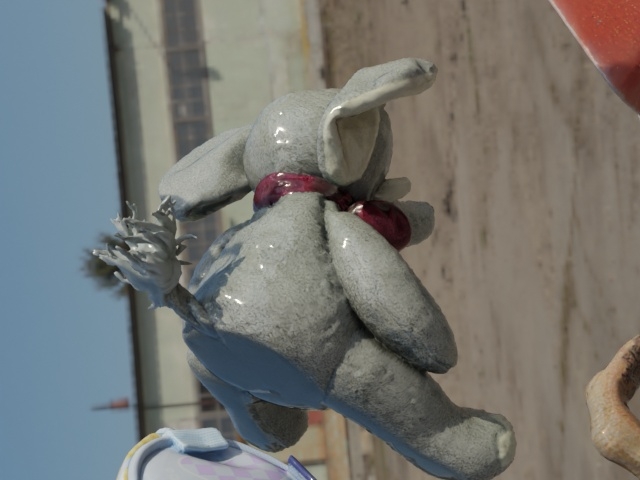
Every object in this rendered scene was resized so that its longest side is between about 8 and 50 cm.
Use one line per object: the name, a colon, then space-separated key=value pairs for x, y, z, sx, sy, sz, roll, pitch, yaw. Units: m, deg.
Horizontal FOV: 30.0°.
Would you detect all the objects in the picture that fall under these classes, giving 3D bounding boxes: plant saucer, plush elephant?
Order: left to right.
plush elephant: x=0.000 y=0.000 z=0.938 sx=0.330 sy=0.272 sz=0.255 roll=45 pitch=-121 yaw=-32
plant saucer: x=0.161 y=-0.167 z=0.710 sx=0.259 sy=0.048 sz=0.258 roll=13 pitch=-137 yaw=-59

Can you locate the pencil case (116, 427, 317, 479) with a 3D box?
pencil case: x=-0.089 y=0.231 z=0.618 sx=0.124 sy=0.113 sz=0.273 roll=35 pitch=114 yaw=32

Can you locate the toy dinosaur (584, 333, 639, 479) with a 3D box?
toy dinosaur: x=0.174 y=0.161 z=0.454 sx=0.296 sy=0.127 sz=0.200 roll=31 pitch=-160 yaw=-36

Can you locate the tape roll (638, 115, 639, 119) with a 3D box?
tape roll: x=0.393 y=-0.186 z=1.016 sx=0.100 sy=0.286 sz=0.286 roll=36 pitch=151 yaw=27
